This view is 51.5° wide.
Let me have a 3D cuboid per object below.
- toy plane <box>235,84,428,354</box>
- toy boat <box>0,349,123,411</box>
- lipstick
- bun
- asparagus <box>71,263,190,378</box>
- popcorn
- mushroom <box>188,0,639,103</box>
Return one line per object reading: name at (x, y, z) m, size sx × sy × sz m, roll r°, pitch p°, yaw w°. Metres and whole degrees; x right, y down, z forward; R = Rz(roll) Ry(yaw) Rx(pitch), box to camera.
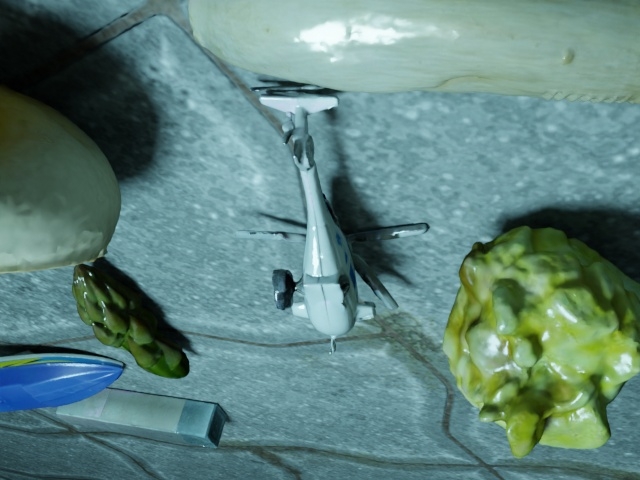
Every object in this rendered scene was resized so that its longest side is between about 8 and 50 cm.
toy plane at (0.011, -0.001, 0.589) m, size 0.181 × 0.107 × 0.273 m, roll 11°, pitch 143°, yaw -4°
toy boat at (-0.476, 0.238, 1.166) m, size 0.295 × 0.088 × 0.129 m, roll -9°, pitch 141°, yaw 15°
lipstick at (-0.340, 0.330, 1.256) m, size 0.317 × 0.068 × 0.066 m, roll 4°, pitch 147°, yaw 16°
bun at (-0.314, -0.060, 0.529) m, size 0.298 × 0.165 × 0.299 m, roll -2°, pitch -176°, yaw 0°
asparagus at (-0.262, 0.117, 0.899) m, size 0.080 × 0.080 × 0.287 m, roll 3°, pitch 145°, yaw 17°
popcorn at (0.192, 0.085, 0.577) m, size 0.167 × 0.186 × 0.187 m, roll 24°, pitch -178°, yaw 23°
mushroom at (0.088, -0.123, 0.372) m, size 0.351 × 0.095 × 0.123 m, roll 9°, pitch -171°, yaw 12°
